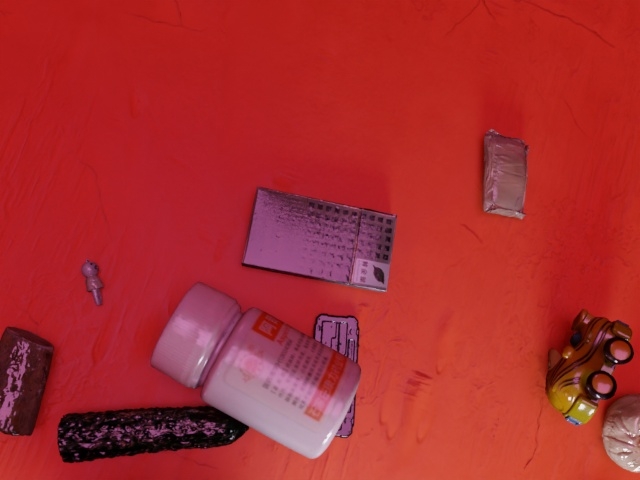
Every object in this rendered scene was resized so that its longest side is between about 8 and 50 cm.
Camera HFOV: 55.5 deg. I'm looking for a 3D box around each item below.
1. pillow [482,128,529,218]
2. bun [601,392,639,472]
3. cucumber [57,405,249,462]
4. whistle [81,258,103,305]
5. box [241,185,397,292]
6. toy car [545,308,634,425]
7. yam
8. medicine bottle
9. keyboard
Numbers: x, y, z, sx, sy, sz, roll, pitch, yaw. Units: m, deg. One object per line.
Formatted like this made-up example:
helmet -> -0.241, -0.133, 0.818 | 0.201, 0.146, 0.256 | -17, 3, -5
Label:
pillow -> 0.444, -0.159, 1.463 | 0.119, 0.053, 0.208 | 9, 78, -13
bun -> 0.729, 0.432, 1.374 | 0.188, 0.111, 0.163 | -16, 86, -16
cucumber -> -0.321, 0.377, 1.203 | 0.360, 0.096, 0.096 | -2, 80, -9
whistle -> -0.471, 0.086, 1.262 | 0.035, 0.035, 0.100 | -16, 84, -13
box -> 0.001, -0.001, 1.358 | 0.325, 0.047, 0.180 | 11, 78, -7
toy car -> 0.577, 0.273, 1.347 | 0.142, 0.200, 0.247 | 29, 73, 19
yam -> -0.584, 0.268, 1.172 | 0.108, 0.107, 0.193 | 12, 76, -8
medicine bottle -> -0.125, 0.250, 1.199 | 0.372, 0.211, 0.211 | 29, 76, 1
keyboard -> 0.030, 0.292, 1.323 | 0.106, 0.016, 0.262 | 6, 79, -9
